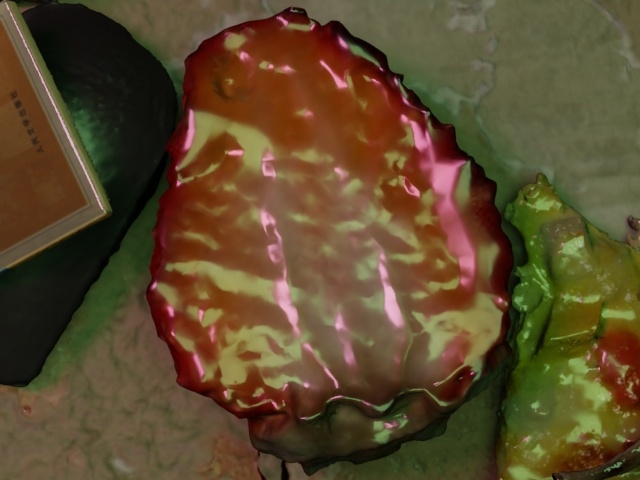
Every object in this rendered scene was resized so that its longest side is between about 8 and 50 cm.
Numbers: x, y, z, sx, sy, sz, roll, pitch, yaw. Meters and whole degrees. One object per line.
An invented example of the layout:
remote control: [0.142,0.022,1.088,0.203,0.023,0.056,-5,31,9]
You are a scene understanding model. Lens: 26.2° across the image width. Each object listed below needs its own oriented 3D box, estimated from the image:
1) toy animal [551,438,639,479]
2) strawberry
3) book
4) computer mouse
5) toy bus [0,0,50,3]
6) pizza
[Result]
toy animal: [0.304,0.137,1.041,0.260,0.087,0.243,-39,118,-9]
strawberry: [0.000,0.000,1.034,0.265,0.149,0.336,-16,80,-3]
book: [-0.281,-0.042,0.981,0.242,0.018,0.170,-27,85,17]
computer mouse: [-0.221,-0.036,1.017,0.168,0.087,0.295,28,85,-4]
toy bus: [-0.288,-0.228,1.007,0.182,0.103,0.091,4,86,-9]
pizza: [0.214,0.086,1.091,0.280,0.075,0.287,-25,92,-11]
